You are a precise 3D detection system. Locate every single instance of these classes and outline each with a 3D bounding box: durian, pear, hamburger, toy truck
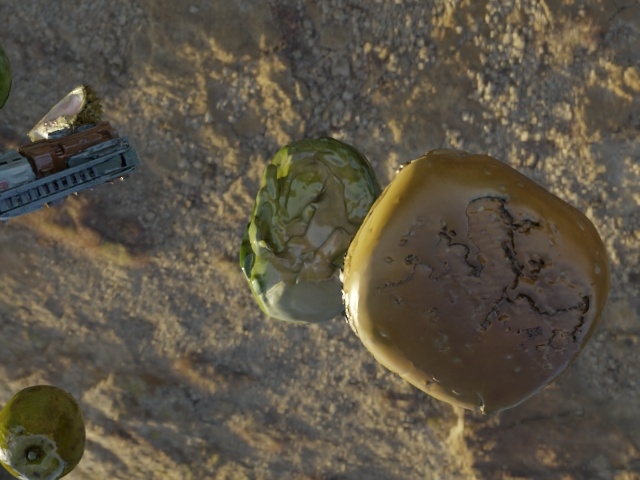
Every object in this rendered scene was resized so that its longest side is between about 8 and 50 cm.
[{"bbox_3d":[-0.613,-0.285,2.176,0.138,0.183,0.249,46,147,-24],"label":"durian"},{"bbox_3d":[-0.320,0.221,0.991,0.107,0.107,0.131,30,179,-19],"label":"pear"},{"bbox_3d":[0.184,0.052,1.042,0.304,0.284,0.174,31,179,-4],"label":"hamburger"},{"bbox_3d":[-0.544,-0.129,1.723,0.184,0.338,0.133,24,130,55],"label":"toy truck"}]

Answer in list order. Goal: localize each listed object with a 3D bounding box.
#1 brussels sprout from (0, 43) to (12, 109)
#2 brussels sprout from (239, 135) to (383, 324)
[{"bbox_3d":[-0.759,-0.355,1.782,0.244,0.244,0.244,7,138,6],"label":"brussels sprout"},{"bbox_3d":[0.000,0.000,1.631,0.275,0.371,0.315,7,140,5],"label":"brussels sprout"}]
